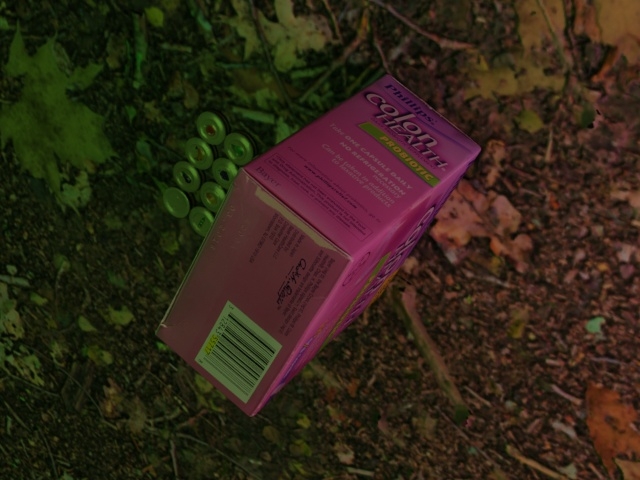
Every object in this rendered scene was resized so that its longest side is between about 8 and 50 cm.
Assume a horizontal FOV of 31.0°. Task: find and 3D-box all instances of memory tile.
[{"bbox_3d":[-0.105,-0.058,1.214,0.113,0.012,0.148,39,131,10],"label":"memory tile"}]

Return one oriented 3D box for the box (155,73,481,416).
[{"bbox_3d":[0.000,0.000,1.022,0.117,0.243,0.213,39,130,9],"label":"box"}]
